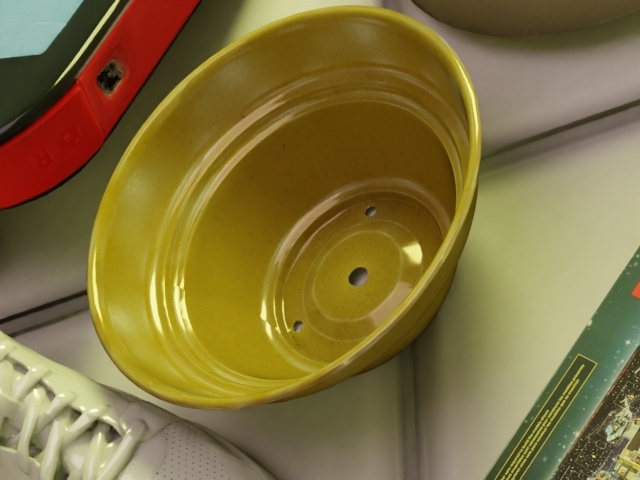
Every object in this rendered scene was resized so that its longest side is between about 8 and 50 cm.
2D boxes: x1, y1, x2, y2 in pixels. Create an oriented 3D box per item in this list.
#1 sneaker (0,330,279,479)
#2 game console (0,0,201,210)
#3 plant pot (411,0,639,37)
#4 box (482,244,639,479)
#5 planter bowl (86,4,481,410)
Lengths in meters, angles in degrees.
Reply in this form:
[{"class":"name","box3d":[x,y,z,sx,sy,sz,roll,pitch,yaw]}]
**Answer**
[{"class":"sneaker","box3d":[-0.152,0.091,0.847,0.292,0.169,0.108,18,71,40]},{"class":"game console","box3d":[-0.204,-0.167,1.062,0.342,0.060,0.386,4,48,33]},{"class":"plant pot","box3d":[0.106,-0.271,0.872,0.284,0.191,0.284,-21,47,25]},{"class":"box","box3d":[0.192,0.049,0.715,0.159,0.044,0.233,28,80,43]},{"class":"planter bowl","box3d":[0.000,0.000,0.852,0.217,0.090,0.217,-19,52,26]}]
